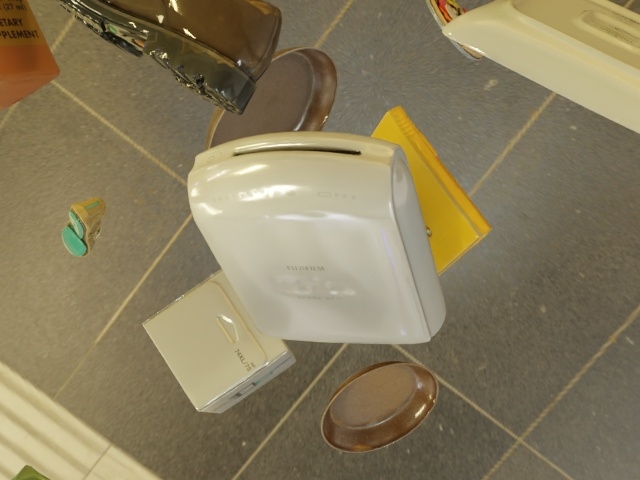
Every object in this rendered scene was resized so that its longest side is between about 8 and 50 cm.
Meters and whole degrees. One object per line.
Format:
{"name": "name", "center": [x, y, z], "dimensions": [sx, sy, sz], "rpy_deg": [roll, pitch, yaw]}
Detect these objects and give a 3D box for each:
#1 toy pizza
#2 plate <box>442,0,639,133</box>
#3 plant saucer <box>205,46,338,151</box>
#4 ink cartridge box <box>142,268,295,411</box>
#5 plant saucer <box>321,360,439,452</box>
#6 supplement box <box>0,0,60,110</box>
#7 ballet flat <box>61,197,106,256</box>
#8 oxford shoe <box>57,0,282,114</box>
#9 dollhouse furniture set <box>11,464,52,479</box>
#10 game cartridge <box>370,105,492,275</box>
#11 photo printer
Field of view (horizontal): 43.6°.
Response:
{"name": "toy pizza", "center": [0.294, -0.476, 1.719], "dimensions": [0.032, 0.201, 0.201], "rpy_deg": [-34, 98, 29]}
{"name": "plate", "center": [0.296, -0.200, 0.829], "dimensions": [0.277, 0.278, 0.045], "rpy_deg": [30, 125, 14]}
{"name": "plant saucer", "center": [-0.093, -0.219, 1.429], "dimensions": [0.050, 0.311, 0.310], "rpy_deg": [43, 102, 24]}
{"name": "ink cartridge box", "center": [-0.186, 0.200, 1.555], "dimensions": [0.197, 0.270, 0.198], "rpy_deg": [-34, 78, -6]}
{"name": "plant saucer", "center": [0.089, 0.253, 1.253], "dimensions": [0.199, 0.036, 0.198], "rpy_deg": [-12, 130, -15]}
{"name": "supplement box", "center": [-0.288, -0.211, 0.586], "dimensions": [0.080, 0.078, 0.233], "rpy_deg": [-24, 96, 26]}
{"name": "ballet flat", "center": [-0.473, -0.025, 1.623], "dimensions": [0.073, 0.232, 0.080], "rpy_deg": [-37, 91, -27]}
{"name": "oxford shoe", "center": [-0.122, -0.180, 0.570], "dimensions": [0.227, 0.083, 0.096], "rpy_deg": [31, 89, 14]}
{"name": "dollhouse furniture set", "center": [-0.299, 0.318, 0.905], "dimensions": [0.152, 0.058, 0.076], "rpy_deg": [32, 58, 1]}
{"name": "game cartridge", "center": [0.204, -0.091, 1.731], "dimensions": [0.053, 0.285, 0.323], "rpy_deg": [-28, 78, -25]}
{"name": "photo printer", "center": [0.000, 0.000, 0.937], "dimensions": [0.256, 0.107, 0.307], "rpy_deg": [0, 140, 19]}
